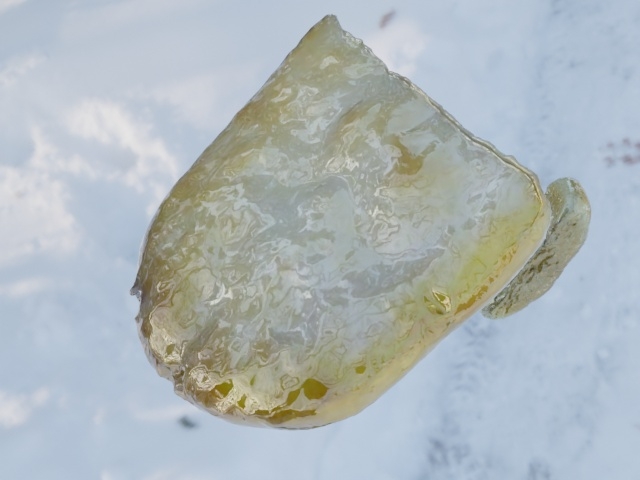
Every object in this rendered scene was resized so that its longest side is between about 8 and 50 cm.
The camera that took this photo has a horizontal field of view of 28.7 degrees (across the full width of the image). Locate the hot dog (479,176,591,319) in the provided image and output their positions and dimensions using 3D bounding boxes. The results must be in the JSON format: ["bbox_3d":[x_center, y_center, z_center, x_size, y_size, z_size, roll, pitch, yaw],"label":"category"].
[{"bbox_3d":[0.302,0.019,1.733,0.242,0.073,0.084,-57,18,33],"label":"hot dog"}]

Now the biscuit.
[{"bbox_3d":[0.000,0.001,1.333,0.446,0.104,0.429,-49,50,-5],"label":"biscuit"}]
